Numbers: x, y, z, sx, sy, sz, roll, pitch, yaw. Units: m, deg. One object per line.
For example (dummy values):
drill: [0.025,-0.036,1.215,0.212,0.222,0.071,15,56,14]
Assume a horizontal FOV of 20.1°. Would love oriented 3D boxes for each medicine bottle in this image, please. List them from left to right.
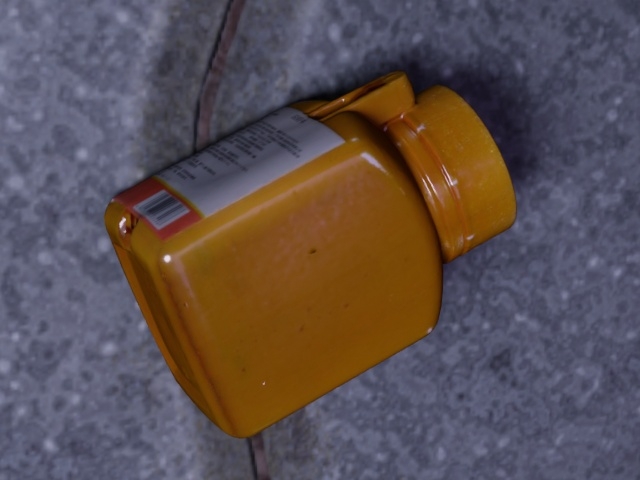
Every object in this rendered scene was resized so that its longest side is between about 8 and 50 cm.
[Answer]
medicine bottle: [0.000,0.000,1.093,0.222,0.112,0.149,-29,117,-14]
